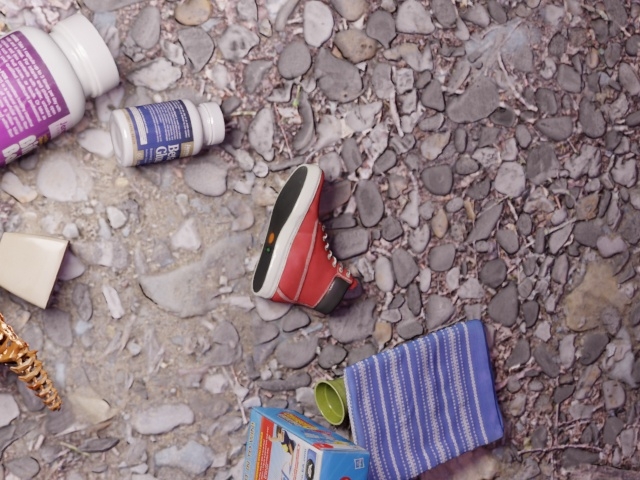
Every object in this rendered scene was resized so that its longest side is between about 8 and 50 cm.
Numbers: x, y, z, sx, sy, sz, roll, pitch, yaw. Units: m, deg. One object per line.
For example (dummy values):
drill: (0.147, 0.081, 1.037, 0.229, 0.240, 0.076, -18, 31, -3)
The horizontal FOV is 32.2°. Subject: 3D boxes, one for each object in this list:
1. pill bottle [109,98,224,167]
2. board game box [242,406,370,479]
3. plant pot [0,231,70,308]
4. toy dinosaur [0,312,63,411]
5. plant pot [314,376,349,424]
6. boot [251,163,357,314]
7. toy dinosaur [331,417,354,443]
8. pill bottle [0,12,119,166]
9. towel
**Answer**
pill bottle: (-0.244, -0.176, 1.775, 0.169, 0.094, 0.094, -13, 99, -22)
board game box: (-0.041, 0.453, 1.801, 0.086, 0.302, 0.308, 7, 92, -24)
plant pot: (-0.449, 0.037, 1.703, 0.096, 0.109, 0.109, 18, 87, -10)
toy dinosaur: (-0.530, 0.155, 1.622, 0.218, 0.322, 0.164, -58, 156, -12)
plant pot: (0.045, 0.271, 1.952, 0.079, 0.083, 0.083, -21, 103, -33)
boot: (0.000, 0.000, 1.903, 0.176, 0.088, 0.244, 16, 96, -24)
toy dinosaur: (0.072, 0.335, 1.987, 0.093, 0.053, 0.183, 16, 95, -39)
pill bottle: (-0.457, -0.213, 1.639, 0.302, 0.169, 0.169, -33, 106, -17)
towel: (0.194, 0.296, 1.993, 0.336, 0.040, 0.243, -16, 100, -36)
